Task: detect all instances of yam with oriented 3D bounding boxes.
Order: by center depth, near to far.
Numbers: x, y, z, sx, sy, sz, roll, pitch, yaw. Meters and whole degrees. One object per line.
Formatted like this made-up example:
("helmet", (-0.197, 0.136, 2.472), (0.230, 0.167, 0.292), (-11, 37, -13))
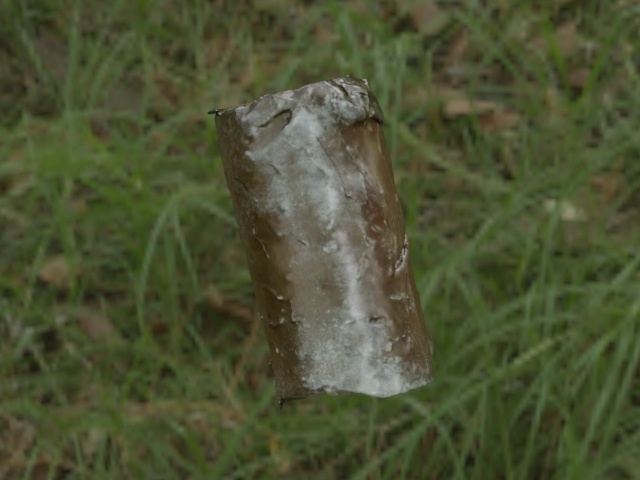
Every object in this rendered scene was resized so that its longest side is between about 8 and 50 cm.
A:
("yam", (0.001, 0.000, 0.782), (0.079, 0.141, 0.079), (-12, 0, 0))
